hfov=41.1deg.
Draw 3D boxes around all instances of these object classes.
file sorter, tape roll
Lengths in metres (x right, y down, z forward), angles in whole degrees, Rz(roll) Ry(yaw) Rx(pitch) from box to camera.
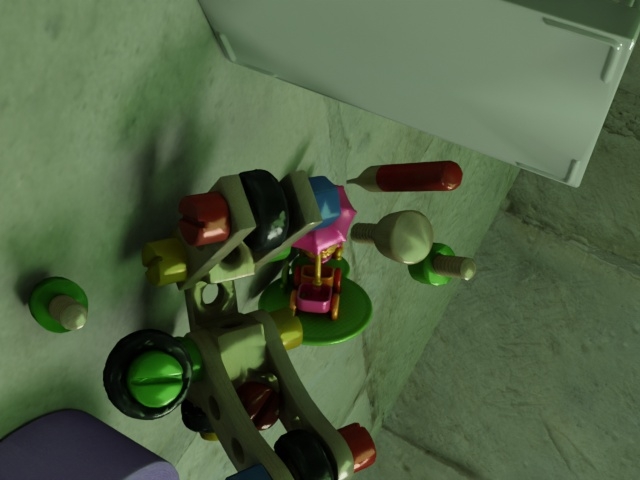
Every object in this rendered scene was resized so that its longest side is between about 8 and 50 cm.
[{"bbox_3d":[0.073,-0.188,0.547,0.173,0.277,0.193,-64,165,-13],"label":"file sorter"},{"bbox_3d":[-0.223,0.273,0.655,0.275,0.090,0.275,-56,162,-29],"label":"tape roll"}]

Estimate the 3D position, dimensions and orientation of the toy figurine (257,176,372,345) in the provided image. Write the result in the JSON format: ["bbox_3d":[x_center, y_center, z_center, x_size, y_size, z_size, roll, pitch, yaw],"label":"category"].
[{"bbox_3d":[0.000,0.000,0.939,0.173,0.130,0.159,-79,174,-56],"label":"toy figurine"}]

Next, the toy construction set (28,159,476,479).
[{"bbox_3d":[-0.049,0.044,0.699,0.309,0.257,0.237,-40,-159,-21],"label":"toy construction set"}]
